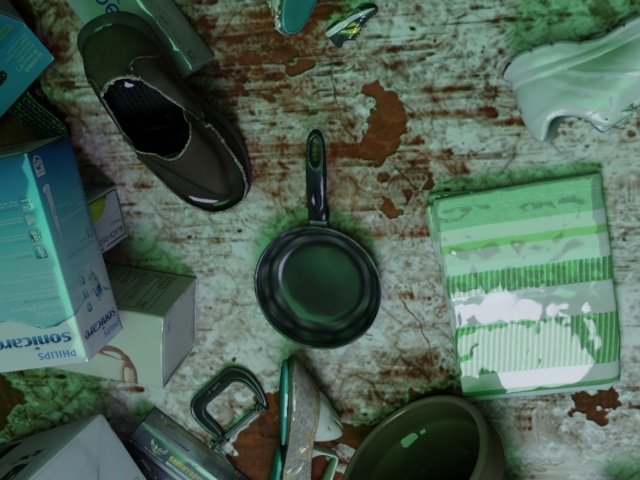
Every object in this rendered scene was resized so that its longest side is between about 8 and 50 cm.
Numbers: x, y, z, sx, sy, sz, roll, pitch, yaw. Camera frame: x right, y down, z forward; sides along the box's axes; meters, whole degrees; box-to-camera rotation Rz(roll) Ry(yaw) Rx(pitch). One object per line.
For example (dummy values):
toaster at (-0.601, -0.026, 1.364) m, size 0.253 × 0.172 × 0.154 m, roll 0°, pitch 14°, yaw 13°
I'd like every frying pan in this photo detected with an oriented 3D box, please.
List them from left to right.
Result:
frying pan at (-0.026, 0.011, 1.523) m, size 0.197 × 0.053 × 0.326 m, roll -17°, pitch 102°, yaw 19°

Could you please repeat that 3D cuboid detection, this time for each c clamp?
c clamp at (-0.142, 0.284, 1.671) m, size 0.137 × 0.022 × 0.160 m, roll 42°, pitch 115°, yaw 2°

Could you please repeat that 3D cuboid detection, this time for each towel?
towel at (0.296, 0.073, 1.474) m, size 0.248 × 0.038 × 0.325 m, roll -7°, pitch 106°, yaw 15°

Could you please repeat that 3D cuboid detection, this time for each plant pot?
plant pot at (0.192, 0.400, 1.524) m, size 0.263 × 0.263 × 0.229 m, roll -29°, pitch 119°, yaw 22°

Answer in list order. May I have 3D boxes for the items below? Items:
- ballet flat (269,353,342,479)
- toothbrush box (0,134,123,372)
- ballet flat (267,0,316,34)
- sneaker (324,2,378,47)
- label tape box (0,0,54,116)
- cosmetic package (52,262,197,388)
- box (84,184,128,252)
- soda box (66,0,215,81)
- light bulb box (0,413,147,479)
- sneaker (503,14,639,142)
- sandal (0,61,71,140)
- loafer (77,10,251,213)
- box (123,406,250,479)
ballet flat at (-0.022, 0.317, 1.620) m, size 0.106 × 0.107 × 0.316 m, roll 3°, pitch 117°, yaw -8°
toothbrush box at (-0.425, 0.024, 1.407) m, size 0.216 × 0.126 × 0.295 m, roll -9°, pitch 104°, yaw 16°
ballet flat at (-0.026, -0.399, 1.370) m, size 0.077 × 0.091 × 0.241 m, roll 33°, pitch 113°, yaw 34°
sneaker at (0.047, -0.296, 1.408) m, size 0.083 × 0.031 × 0.035 m, roll -26°, pitch 115°, yaw 25°
label tape box at (-0.587, -0.315, 1.493) m, size 0.240 × 0.106 × 0.333 m, roll -40°, pitch 87°, yaw 24°
cosmetic package at (-0.355, 0.119, 1.594) m, size 0.296 × 0.153 × 0.129 m, roll 9°, pitch 113°, yaw 13°
box at (-0.464, -0.010, 1.566) m, size 0.290 × 0.169 × 0.087 m, roll -5°, pitch 106°, yaw 17°
soda box at (-0.281, -0.338, 1.439) m, size 0.098 × 0.091 × 0.286 m, roll -34°, pitch 98°, yaw 25°
light bulb box at (-0.436, 0.516, 1.669) m, size 0.361 × 0.225 × 0.358 m, roll -22°, pitch 104°, yaw 39°
sneaker at (0.386, -0.210, 1.294) m, size 0.297 × 0.111 × 0.129 m, roll -16°, pitch 83°, yaw 27°
sandal at (-0.448, -0.212, 1.556) m, size 0.067 × 0.040 × 0.179 m, roll -40°, pitch 98°, yaw 22°
loafer at (-0.212, -0.140, 1.399) m, size 0.134 × 0.130 × 0.366 m, roll -24°, pitch 137°, yaw 15°
box at (-0.244, 0.419, 1.724) m, size 0.231 × 0.056 × 0.183 m, roll 37°, pitch 113°, yaw 0°
